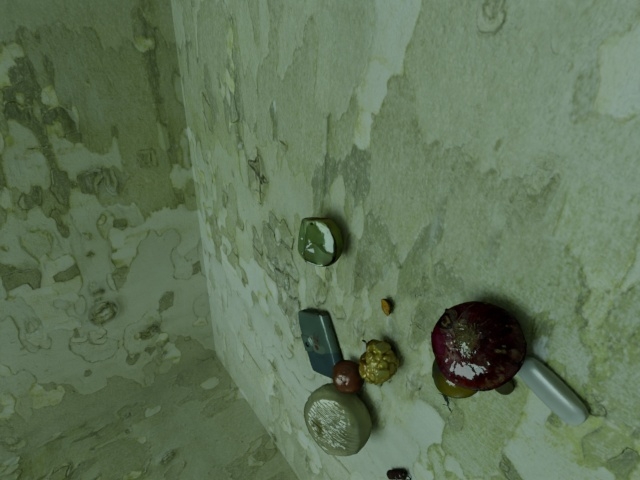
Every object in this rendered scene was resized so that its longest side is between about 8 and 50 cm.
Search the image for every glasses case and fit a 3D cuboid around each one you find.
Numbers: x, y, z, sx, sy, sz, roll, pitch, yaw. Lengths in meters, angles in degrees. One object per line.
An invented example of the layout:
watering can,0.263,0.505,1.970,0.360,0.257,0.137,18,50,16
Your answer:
glasses case,0.601,0.391,1.120,0.197,0.049,0.076,48,144,29

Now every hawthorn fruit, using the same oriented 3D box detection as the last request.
hawthorn fruit,0.129,0.603,1.908,0.149,0.149,0.189,62,149,9

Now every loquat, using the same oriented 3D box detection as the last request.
loquat,0.425,0.401,1.308,0.195,0.152,0.152,-33,80,43

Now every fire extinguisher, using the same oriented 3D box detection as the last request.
fire extinguisher,0.361,1.068,1.949,0.078,0.045,0.157,35,144,-1

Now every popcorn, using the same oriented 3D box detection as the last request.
popcorn,0.234,0.483,1.678,0.163,0.140,0.194,45,134,46

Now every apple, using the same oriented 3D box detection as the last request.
apple,0.000,0.000,1.690,0.207,0.174,0.188,23,108,52

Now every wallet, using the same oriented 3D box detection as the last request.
wallet,-0.003,0.509,2.115,0.252,0.083,0.360,-4,105,52

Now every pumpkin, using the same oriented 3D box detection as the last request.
pumpkin,0.249,0.244,1.596,0.050,0.028,0.083,45,152,35

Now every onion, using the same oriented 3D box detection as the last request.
onion,0.430,0.283,1.167,0.247,0.190,0.246,-11,71,34

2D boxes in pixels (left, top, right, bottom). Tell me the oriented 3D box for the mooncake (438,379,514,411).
mooncake,0.484,0.497,1.369,0.347,0.057,0.150,-25,90,58

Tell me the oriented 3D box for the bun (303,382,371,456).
bun,0.094,0.835,2.028,0.326,0.235,0.361,2,111,37
